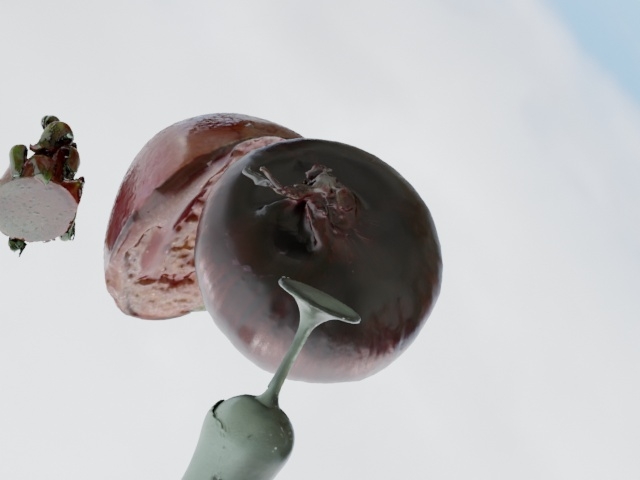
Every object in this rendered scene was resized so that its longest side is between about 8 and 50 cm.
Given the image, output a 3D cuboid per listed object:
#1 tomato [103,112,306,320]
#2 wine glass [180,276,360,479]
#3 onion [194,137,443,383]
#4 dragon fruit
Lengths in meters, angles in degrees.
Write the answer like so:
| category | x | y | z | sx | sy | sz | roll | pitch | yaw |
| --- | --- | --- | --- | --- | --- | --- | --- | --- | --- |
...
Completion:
| category | x | y | z | sx | sy | sz | roll | pitch | yaw |
| --- | --- | --- | --- | --- | --- | --- | --- | --- | --- |
| tomato | -0.147 | -0.055 | 1.882 | 0.309 | 0.309 | 0.170 | 27 | -159 | -48 |
| wine glass | -0.045 | 0.132 | 1.278 | 0.079 | 0.195 | 0.079 | 26 | -173 | -4 |
| onion | 0.000 | 0.000 | 1.580 | 0.285 | 0.273 | 0.273 | 98 | 153 | -55 |
| dragon fruit | -0.353 | -0.072 | 1.990 | 0.138 | 0.142 | 0.175 | 39 | -121 | -43 |
